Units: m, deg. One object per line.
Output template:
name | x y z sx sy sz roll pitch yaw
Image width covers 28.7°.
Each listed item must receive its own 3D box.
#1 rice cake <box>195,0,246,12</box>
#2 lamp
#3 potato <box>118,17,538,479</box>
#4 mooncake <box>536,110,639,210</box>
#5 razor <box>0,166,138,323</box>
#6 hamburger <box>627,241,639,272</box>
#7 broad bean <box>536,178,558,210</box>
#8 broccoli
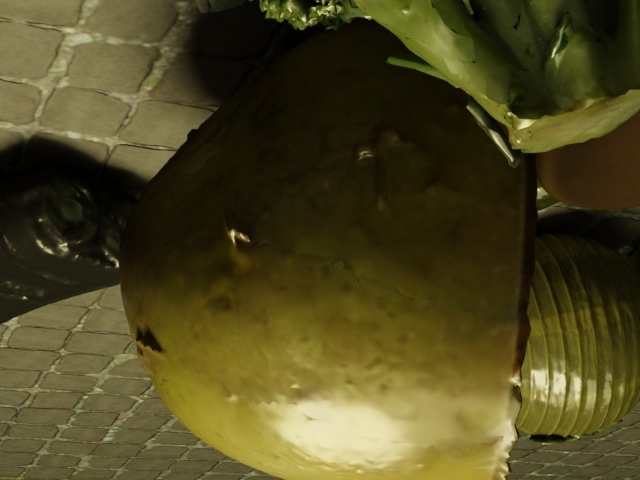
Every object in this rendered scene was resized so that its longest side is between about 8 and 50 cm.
rice cake | -0.101 -0.235 0.896 0.043 0.034 0.211 -13 154 10
lamp | 0.303 0.105 1.468 0.284 0.250 0.250 -10 156 -8
potato | 0.000 0.000 0.997 0.319 0.386 0.442 4 -171 0
mooncake | 0.283 -0.126 1.099 0.234 0.117 0.235 -3 153 -2
razor | -0.335 0.019 1.312 0.326 0.107 0.189 -21 151 33
hamburger | 0.430 0.022 1.523 0.084 0.054 0.121 -1 148 -4
broad bean | 0.213 -0.054 1.331 0.297 0.043 0.060 -15 142 19
broccoli | 0.098 -0.190 0.746 0.321 0.284 0.304 -20 169 2
